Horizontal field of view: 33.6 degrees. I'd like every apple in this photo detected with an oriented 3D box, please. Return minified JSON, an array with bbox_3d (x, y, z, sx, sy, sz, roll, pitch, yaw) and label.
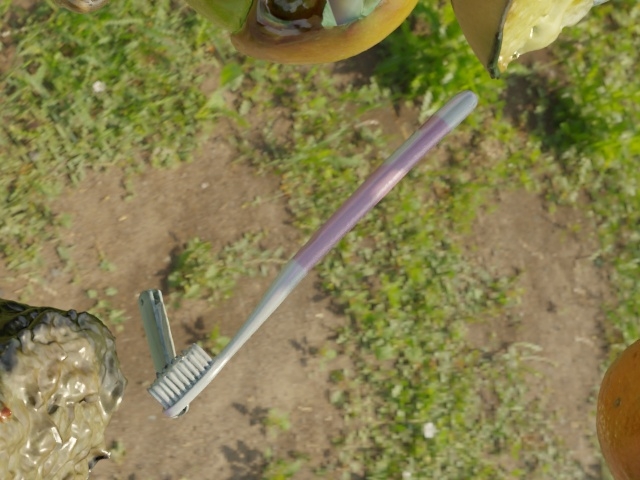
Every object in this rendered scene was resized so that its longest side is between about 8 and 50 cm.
[{"bbox_3d":[-0.029,-0.403,1.426,0.374,0.384,0.374,-20,90,-81],"label":"apple"}]

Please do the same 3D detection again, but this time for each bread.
[{"bbox_3d":[0.173,-0.269,0.863,0.174,0.251,0.133,-33,71,-22],"label":"bread"}]

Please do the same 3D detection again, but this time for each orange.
[{"bbox_3d":[0.361,0.160,0.980,0.224,0.224,0.170,10,40,-35],"label":"orange"}]

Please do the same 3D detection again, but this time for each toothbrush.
[{"bbox_3d":[0.000,0.000,0.667,0.286,0.020,0.025,-45,107,-13],"label":"toothbrush"}]

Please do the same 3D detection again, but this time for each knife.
[{"bbox_3d":[-0.190,0.135,1.292,0.023,0.044,0.162,-2,68,-43],"label":"knife"}]

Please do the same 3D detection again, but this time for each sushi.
[{"bbox_3d":[-0.311,0.188,0.920,0.350,0.171,0.211,-49,150,-60],"label":"sushi"}]

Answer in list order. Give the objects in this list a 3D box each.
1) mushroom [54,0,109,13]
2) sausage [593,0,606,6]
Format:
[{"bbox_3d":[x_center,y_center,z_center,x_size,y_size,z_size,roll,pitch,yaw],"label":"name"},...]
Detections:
[{"bbox_3d":[-0.247,-0.292,0.916,0.088,0.097,0.212,-57,145,-23],"label":"mushroom"},{"bbox_3d":[0.348,-0.382,1.485,0.317,0.117,0.125,-20,137,-22],"label":"sausage"}]
